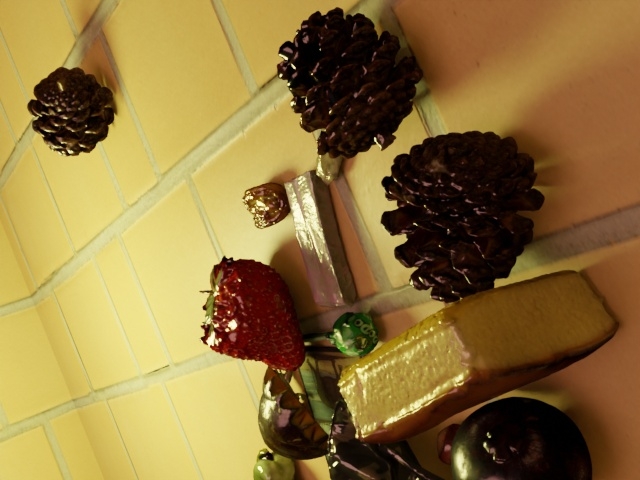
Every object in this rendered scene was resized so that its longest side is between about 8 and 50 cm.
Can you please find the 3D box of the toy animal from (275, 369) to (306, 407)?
[{"bbox_3d":[-0.083,0.360,1.824,0.086,0.069,0.220,168,85,-77],"label":"toy animal"}]

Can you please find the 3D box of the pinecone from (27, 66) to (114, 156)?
[{"bbox_3d":[-0.725,-0.362,2.165,0.244,0.243,0.309,60,157,11],"label":"pinecone"}]

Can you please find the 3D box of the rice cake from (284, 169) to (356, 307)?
[{"bbox_3d":[-0.002,-0.001,1.569,0.106,0.050,0.298,-5,103,51],"label":"rice cake"}]

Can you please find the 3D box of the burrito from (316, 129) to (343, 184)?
[{"bbox_3d":[0.021,-0.193,1.455,0.058,0.044,0.188,43,138,40],"label":"burrito"}]

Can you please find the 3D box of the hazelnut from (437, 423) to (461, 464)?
[{"bbox_3d":[0.261,0.393,1.416,0.086,0.086,0.087,25,125,42],"label":"hazelnut"}]

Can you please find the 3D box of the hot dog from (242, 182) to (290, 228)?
[{"bbox_3d":[-0.128,-0.080,1.677,0.147,0.065,0.099,-11,108,50],"label":"hot dog"}]

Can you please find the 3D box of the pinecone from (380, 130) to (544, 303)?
[{"bbox_3d":[0.217,-0.029,1.162,0.246,0.246,0.292,39,149,33],"label":"pinecone"}]

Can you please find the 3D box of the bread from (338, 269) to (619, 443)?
[{"bbox_3d":[0.234,0.184,1.149,0.333,0.323,0.143,-45,63,51],"label":"bread"}]

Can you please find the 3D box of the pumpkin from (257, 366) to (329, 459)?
[{"bbox_3d":[-0.089,0.428,1.717,0.254,0.149,0.130,49,-178,4],"label":"pumpkin"}]

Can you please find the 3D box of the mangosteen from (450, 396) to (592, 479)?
[{"bbox_3d":[0.333,0.382,1.215,0.228,0.228,0.265,24,156,43],"label":"mangosteen"}]

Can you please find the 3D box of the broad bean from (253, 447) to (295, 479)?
[{"bbox_3d":[-0.118,0.661,1.992,0.169,0.100,0.228,-3,106,59],"label":"broad bean"}]

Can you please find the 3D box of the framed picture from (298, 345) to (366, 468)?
[{"bbox_3d":[0.061,0.408,1.716,0.265,0.016,0.347,-7,102,51],"label":"framed picture"}]

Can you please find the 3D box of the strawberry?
[{"bbox_3d":[-0.152,0.167,1.720,0.261,0.257,0.261,-169,90,-75],"label":"strawberry"}]

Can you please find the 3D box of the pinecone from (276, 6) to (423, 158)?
[{"bbox_3d":[0.048,-0.268,1.247,0.224,0.224,0.273,-50,60,49],"label":"pinecone"}]

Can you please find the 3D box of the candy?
[{"bbox_3d":[0.024,0.213,1.635,0.323,0.097,0.097,-19,92,62],"label":"candy"}]

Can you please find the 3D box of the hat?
[{"bbox_3d":[0.191,0.497,1.510,0.381,0.257,0.367,13,125,2],"label":"hat"}]
